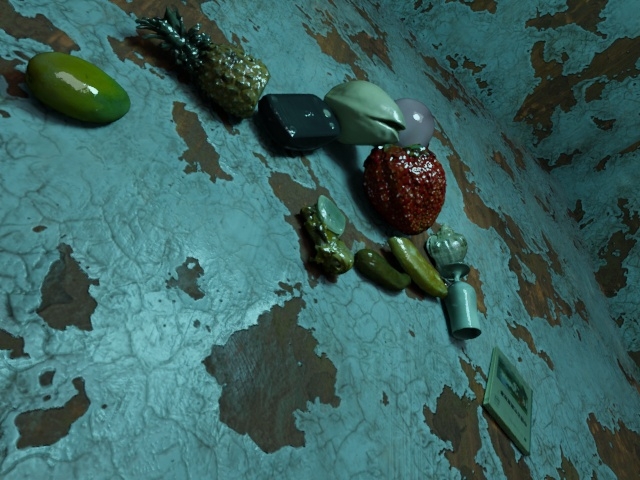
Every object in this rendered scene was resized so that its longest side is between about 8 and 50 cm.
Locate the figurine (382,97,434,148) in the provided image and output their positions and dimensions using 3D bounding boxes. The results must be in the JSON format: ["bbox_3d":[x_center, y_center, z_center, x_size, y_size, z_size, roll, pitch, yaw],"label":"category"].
[{"bbox_3d":[0.327,-0.409,1.776,0.261,0.211,0.270,50,36,-4],"label":"figurine"}]

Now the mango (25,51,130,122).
[{"bbox_3d":[-0.462,-0.292,0.925,0.194,0.092,0.130,3,56,-57],"label":"mango"}]

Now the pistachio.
[{"bbox_3d":[0.133,-0.394,1.511,0.226,0.208,0.332,27,4,-43],"label":"pistachio"}]

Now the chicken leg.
[{"bbox_3d":[0.002,0.000,1.199,0.101,0.085,0.207,-17,64,-40],"label":"chicken leg"}]

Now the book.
[{"bbox_3d":[0.591,0.487,1.480,0.215,0.025,0.283,50,34,-6],"label":"book"}]

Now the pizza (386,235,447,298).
[{"bbox_3d":[0.297,0.079,1.458,0.271,0.056,0.134,39,28,-27],"label":"pizza"}]

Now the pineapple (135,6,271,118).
[{"bbox_3d":[-0.296,-0.454,1.201,0.340,0.169,0.169,29,42,-18],"label":"pineapple"}]

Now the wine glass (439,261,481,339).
[{"bbox_3d":[0.440,0.190,1.498,0.103,0.103,0.231,26,48,-32],"label":"wine glass"}]

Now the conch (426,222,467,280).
[{"bbox_3d":[0.433,0.042,1.639,0.155,0.130,0.207,-4,84,-13],"label":"conch"}]

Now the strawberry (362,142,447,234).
[{"bbox_3d":[0.261,-0.156,1.487,0.238,0.250,0.288,-9,93,-57],"label":"strawberry"}]

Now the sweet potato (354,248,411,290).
[{"bbox_3d":[0.186,0.091,1.337,0.233,0.062,0.081,31,37,-32],"label":"sweet potato"}]

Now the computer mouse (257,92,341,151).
[{"bbox_3d":[-0.064,-0.338,1.382,0.269,0.100,0.170,-16,70,-47],"label":"computer mouse"}]

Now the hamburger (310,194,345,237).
[{"bbox_3d":[0.022,-0.053,1.283,0.121,0.054,0.084,43,35,-26],"label":"hamburger"}]
